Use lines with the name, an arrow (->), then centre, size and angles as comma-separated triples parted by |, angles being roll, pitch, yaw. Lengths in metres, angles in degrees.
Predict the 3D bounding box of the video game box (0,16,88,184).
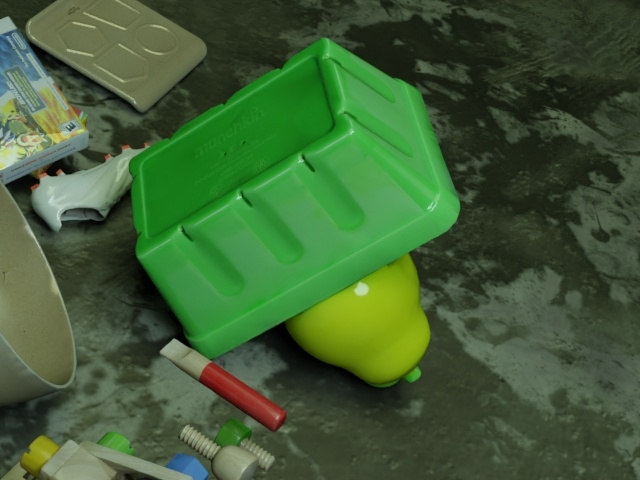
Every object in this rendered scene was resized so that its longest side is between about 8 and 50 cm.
video game box -> -0.424, -0.166, 1.448 | 0.187, 0.048, 0.205 | -30, 73, -23

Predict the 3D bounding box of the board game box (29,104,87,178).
board game box -> -0.450, -0.183, 1.512 | 0.259, 0.039, 0.124 | 26, 45, 4

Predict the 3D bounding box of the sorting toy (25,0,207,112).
sorting toy -> -0.294, -0.285, 1.674 | 0.208, 0.038, 0.193 | 35, 45, 3

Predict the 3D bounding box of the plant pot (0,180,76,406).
plant pot -> -0.403, 0.060, 1.179 | 0.191, 0.284, 0.284 | -24, 57, 2

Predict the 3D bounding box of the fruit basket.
fruit basket -> 0.000, 0.000, 1.376 | 0.392, 0.392, 0.283 | 5, 45, -19

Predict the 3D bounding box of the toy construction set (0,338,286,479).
toy construction set -> -0.213, 0.225, 1.080 | 0.237, 0.257, 0.309 | 33, 71, 17

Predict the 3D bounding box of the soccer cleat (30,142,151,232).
soccer cleat -> -0.275, -0.065, 1.465 | 0.196, 0.068, 0.076 | -23, 77, -36
